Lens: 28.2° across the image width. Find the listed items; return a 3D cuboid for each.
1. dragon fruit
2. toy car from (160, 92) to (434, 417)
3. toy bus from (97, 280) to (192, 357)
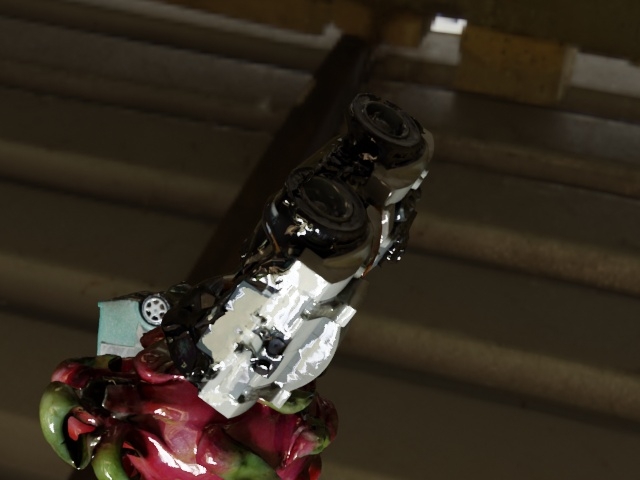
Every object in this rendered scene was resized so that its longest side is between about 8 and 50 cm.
[{"bbox_3d":[-0.115,0.161,1.124,0.273,0.198,0.218,3,-127,-16],"label":"dragon fruit"},{"bbox_3d":[0.002,0.001,0.981,0.118,0.193,0.301,37,-147,2],"label":"toy car"},{"bbox_3d":[-0.123,0.110,1.449,0.262,0.109,0.091,8,-176,16],"label":"toy bus"}]
